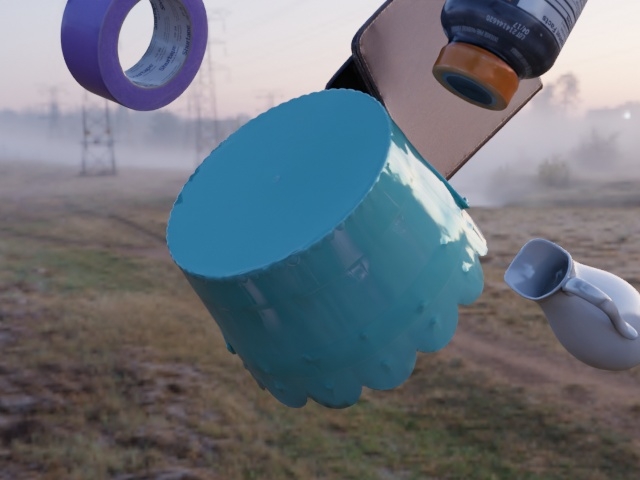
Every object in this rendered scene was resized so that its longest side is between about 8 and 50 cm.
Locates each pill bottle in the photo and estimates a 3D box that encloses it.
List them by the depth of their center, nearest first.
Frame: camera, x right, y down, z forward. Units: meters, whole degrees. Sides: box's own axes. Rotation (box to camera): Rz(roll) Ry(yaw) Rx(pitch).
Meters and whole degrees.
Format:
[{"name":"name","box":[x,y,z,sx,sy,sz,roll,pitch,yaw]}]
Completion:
[{"name":"pill bottle","box":[0.208,-0.258,1.067,0.130,0.246,0.130,29,-6,4]}]

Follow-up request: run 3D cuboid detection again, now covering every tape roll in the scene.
[{"name":"tape roll","box":[-0.243,-0.272,1.369,0.080,0.189,0.189,24,20,34]}]

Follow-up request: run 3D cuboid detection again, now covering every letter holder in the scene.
[{"name":"letter holder","box":[0.106,-0.203,1.252,0.152,0.215,0.302,-6,28,44]}]

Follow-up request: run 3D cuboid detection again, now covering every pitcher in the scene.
[{"name":"pitcher","box":[0.371,0.097,1.397,0.207,0.125,0.178,37,0,-24]}]

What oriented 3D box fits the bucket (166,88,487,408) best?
[{"name":"bucket","box":[0.000,0.000,0.997,0.281,0.183,0.281,-22,38,18]}]
